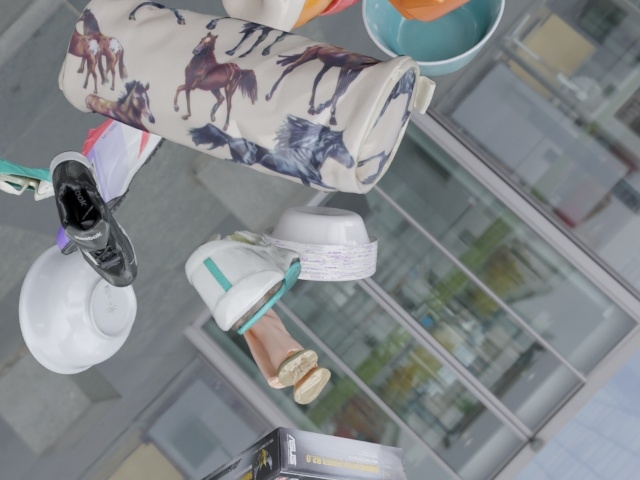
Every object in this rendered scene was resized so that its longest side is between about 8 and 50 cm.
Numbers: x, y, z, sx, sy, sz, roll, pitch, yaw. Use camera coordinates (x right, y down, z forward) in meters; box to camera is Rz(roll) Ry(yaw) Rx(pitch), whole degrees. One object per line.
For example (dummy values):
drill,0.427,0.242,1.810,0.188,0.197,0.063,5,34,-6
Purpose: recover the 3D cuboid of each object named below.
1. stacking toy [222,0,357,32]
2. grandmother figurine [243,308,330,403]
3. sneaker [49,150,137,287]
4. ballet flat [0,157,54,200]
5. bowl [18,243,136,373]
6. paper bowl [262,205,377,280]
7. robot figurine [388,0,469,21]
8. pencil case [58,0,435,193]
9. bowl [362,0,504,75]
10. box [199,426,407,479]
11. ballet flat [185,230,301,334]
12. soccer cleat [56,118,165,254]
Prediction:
stacking toy,0.061,-0.570,1.501,0.479,0.351,0.351,-11,152,-28
grandmother figurine,-0.121,0.131,1.384,0.104,0.342,0.208,-33,135,-14
sneaker,-0.341,-0.013,1.171,0.078,0.234,0.106,-20,-151,-3
ballet flat,-0.761,-0.149,2.046,0.083,0.247,0.087,133,-37,-52
bowl,-0.504,0.147,1.733,0.134,0.298,0.298,-3,-168,28
paper bowl,0.000,0.000,1.914,0.284,0.284,0.148,-19,116,-68
robot figurine,0.192,-0.419,1.205,0.158,0.128,0.219,-16,180,-35
pencil case,-0.087,-0.180,0.900,0.160,0.410,0.183,86,29,-52
bowl,0.259,-0.499,1.777,0.311,0.311,0.163,-46,159,-4
box,-0.032,0.312,0.989,0.183,0.056,0.231,19,140,-29
ballet flat,-0.107,0.041,1.103,0.139,0.139,0.400,-46,179,1
soccer cleat,-0.372,-0.124,1.341,0.318,0.116,0.108,-57,-165,-7
